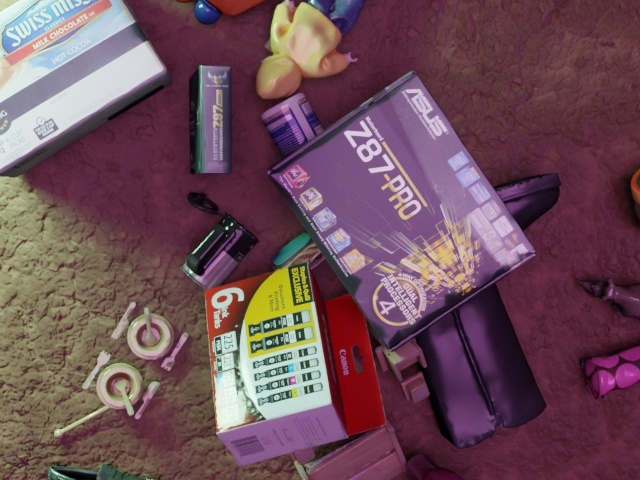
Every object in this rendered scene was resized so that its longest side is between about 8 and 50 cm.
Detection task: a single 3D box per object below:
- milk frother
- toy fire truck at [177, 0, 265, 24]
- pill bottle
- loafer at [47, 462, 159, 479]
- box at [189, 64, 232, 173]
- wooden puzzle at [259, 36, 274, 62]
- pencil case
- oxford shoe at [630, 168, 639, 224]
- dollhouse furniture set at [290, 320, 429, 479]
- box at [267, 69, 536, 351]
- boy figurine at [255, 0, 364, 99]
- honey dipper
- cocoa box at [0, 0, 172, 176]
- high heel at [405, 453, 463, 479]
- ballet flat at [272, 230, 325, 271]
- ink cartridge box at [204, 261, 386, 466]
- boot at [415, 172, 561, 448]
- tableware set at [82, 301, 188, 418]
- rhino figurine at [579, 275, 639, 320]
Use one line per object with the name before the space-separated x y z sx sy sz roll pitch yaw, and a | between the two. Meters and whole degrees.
milk frother | -0.215 0.000 1.930 0.135 0.129 0.143 -49 55 -1
toy fire truck | -0.196 -0.534 1.868 0.302 0.169 0.254 36 114 -7
pill bottle | -0.033 -0.181 1.928 0.094 0.094 0.169 -29 97 -4
loafer | -0.403 0.458 1.941 0.223 0.076 0.078 2 102 -3
box | -0.197 -0.209 1.838 0.059 0.232 0.183 0 94 -12
wooden puzzle | -0.058 -0.370 1.952 0.078 0.014 0.116 32 90 -7
pencil case | 0.624 0.249 2.037 0.209 0.098 0.095 -12 51 -5
oxford shoe | 0.761 -0.132 2.028 0.363 0.130 0.133 -26 129 -11
dollhouse furniture set | 0.078 0.361 2.006 0.303 0.174 0.356 -28 123 -10
box | 0.142 -0.050 1.843 0.318 0.097 0.395 -33 92 2
boy figurine | -0.016 -0.367 1.908 0.177 0.092 0.285 35 86 -12
honey dipper | -0.430 0.331 1.953 0.160 0.030 0.030 -28 97 -2
cocoa box | -0.464 -0.293 1.802 0.347 0.231 0.228 -32 96 -4
high heel | 0.286 0.576 1.952 0.127 0.181 0.377 -39 111 -5
ballet flat | 0.000 0.000 1.968 0.206 0.073 0.067 -38 124 0
ink cartridge box | -0.049 0.205 1.826 0.271 0.309 0.130 -16 139 5
boot | 0.339 0.130 1.962 0.367 0.146 0.445 -19 92 5
tableware set | -0.343 0.226 1.931 0.128 0.039 0.194 31 78 -8
rhino figurine | 0.614 0.119 2.016 0.243 0.106 0.073 21 91 -8
